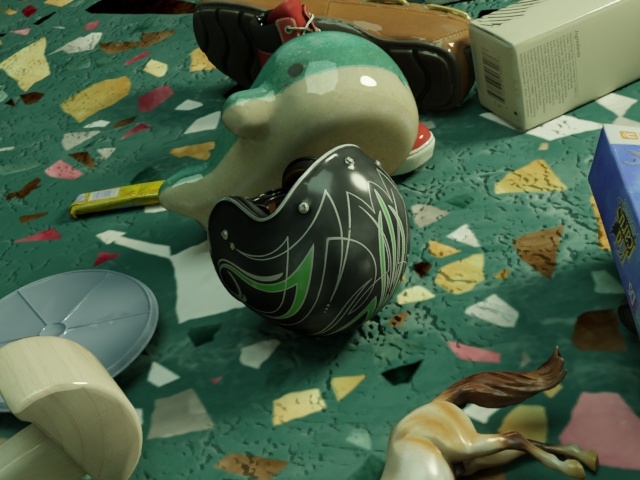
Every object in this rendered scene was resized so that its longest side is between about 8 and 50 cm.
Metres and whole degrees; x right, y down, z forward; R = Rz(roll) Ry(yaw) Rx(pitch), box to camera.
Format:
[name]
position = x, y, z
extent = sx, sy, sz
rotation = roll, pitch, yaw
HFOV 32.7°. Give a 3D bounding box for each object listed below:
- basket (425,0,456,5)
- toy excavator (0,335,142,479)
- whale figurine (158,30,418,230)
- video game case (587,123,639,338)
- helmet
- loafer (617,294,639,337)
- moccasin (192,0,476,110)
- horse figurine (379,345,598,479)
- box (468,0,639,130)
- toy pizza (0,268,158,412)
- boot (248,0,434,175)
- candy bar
[basket]
position = 0.265, -0.539, 1.547
extent = 0.331, 0.266, 0.328
rotation = -12, 35, 6
[toy excavator]
position = -0.401, 0.227, 0.770
extent = 0.222, 0.445, 0.433
rotation = 38, 101, 48
[whale figurine]
position = -0.038, -0.109, 1.101
extent = 0.272, 0.216, 0.141
rotation = -28, 61, 21
[video game case]
position = 0.355, 0.004, 0.854
extent = 0.244, 0.061, 0.269
rotation = 6, 32, -1
[helmet]
position = 0.000, 0.000, 0.960
extent = 0.161, 0.169, 0.169
rotation = 4, 38, 39
[loafer]
position = 0.289, 0.088, 0.833
extent = 0.061, 0.062, 0.170
rotation = -35, 38, -20
[moccasin]
position = 0.018, -0.253, 1.339
extent = 0.380, 0.139, 0.147
rotation = 6, 38, 26
[horse figurine]
position = 0.093, 0.178, 0.772
extent = 0.174, 0.066, 0.263
rotation = 12, 44, 24
[box]
position = 0.311, -0.235, 1.235
extent = 0.275, 0.113, 0.094
rotation = -24, 34, -16
[toy pizza]
position = -0.249, 0.098, 1.036
extent = 0.201, 0.032, 0.201
rotation = -9, 34, 6
[boot]
position = 0.016, -0.175, 1.198
extent = 0.244, 0.176, 0.088
rotation = 24, 48, 40
[candy bar]
position = -0.211, -0.051, 1.242
extent = 0.161, 0.018, 0.040
rotation = -9, 31, 8
